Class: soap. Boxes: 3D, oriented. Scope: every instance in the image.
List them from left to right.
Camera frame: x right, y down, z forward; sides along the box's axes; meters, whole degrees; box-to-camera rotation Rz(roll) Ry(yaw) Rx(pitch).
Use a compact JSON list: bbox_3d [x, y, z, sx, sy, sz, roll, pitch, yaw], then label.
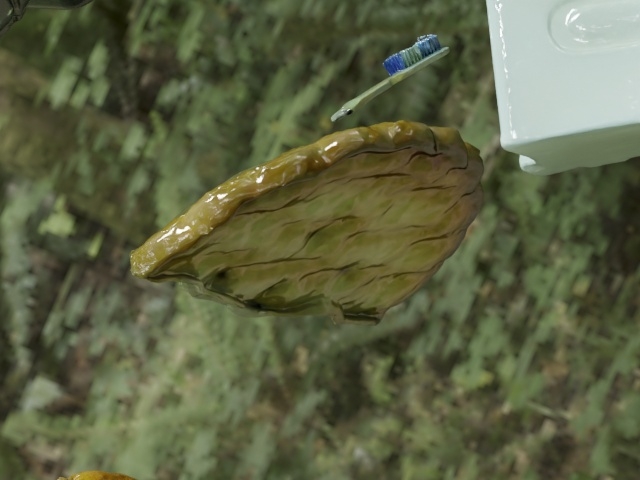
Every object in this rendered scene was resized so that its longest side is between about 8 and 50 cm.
[{"bbox_3d":[0.195,-0.191,1.215,0.160,0.087,0.265,-9,75,19],"label":"soap"}]

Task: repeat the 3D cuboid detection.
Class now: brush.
[{"bbox_3d":[0.064,-0.156,1.665,0.033,0.030,0.178,-15,14,42],"label":"brush"}]

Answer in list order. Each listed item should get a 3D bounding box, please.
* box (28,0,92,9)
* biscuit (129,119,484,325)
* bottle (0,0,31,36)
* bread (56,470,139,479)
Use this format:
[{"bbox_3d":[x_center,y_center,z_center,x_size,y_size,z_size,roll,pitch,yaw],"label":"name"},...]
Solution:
[{"bbox_3d":[-0.232,-0.247,1.302,0.201,0.090,0.144,7,55,28],"label":"box"},{"bbox_3d":[0.000,0.000,1.644,0.335,0.329,0.078,67,-177,-61],"label":"biscuit"},{"bbox_3d":[-0.273,-0.081,0.974,0.271,0.156,0.143,-41,46,-11],"label":"bottle"},{"bbox_3d":[-0.086,0.276,1.307,0.167,0.294,0.132,-68,-27,-16],"label":"bread"}]
